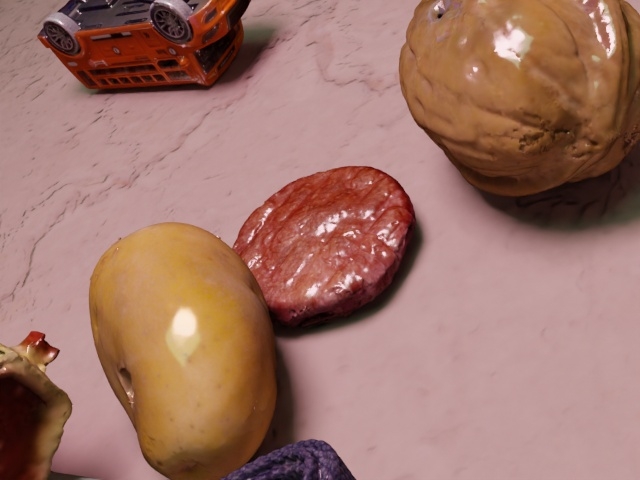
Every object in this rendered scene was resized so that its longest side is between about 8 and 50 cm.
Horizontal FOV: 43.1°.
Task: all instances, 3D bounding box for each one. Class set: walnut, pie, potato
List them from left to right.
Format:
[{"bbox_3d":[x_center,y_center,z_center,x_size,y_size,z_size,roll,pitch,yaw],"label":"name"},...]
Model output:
[{"bbox_3d":[-0.105,0.077,0.637,0.146,0.150,0.234,-32,46,-8],"label":"potato"},{"bbox_3d":[0.000,0.000,0.731,0.182,0.049,0.182,-19,39,16],"label":"pie"},{"bbox_3d":[0.164,-0.137,0.663,0.198,0.198,0.245,-31,39,0],"label":"walnut"}]

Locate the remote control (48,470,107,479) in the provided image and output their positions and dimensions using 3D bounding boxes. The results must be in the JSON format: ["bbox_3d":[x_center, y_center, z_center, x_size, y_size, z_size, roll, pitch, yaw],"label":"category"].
[{"bbox_3d":[-0.290,0.242,0.652,0.296,0.056,0.140,-1,46,30],"label":"remote control"}]

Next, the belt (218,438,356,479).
[{"bbox_3d":[-0.054,0.230,0.468,0.230,0.126,0.139,-35,16,-4],"label":"belt"}]

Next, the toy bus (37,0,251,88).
[{"bbox_3d":[-0.220,-0.290,1.091,0.329,0.153,0.143,4,52,37],"label":"toy bus"}]

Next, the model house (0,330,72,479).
[{"bbox_3d":[-0.314,0.157,0.592,0.196,0.160,0.254,12,53,40],"label":"model house"}]
